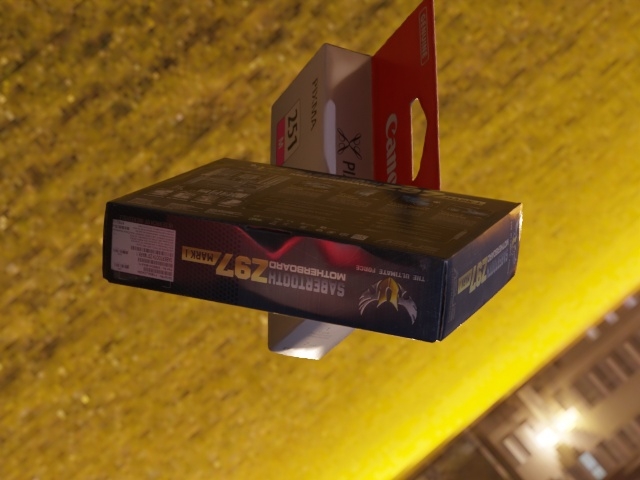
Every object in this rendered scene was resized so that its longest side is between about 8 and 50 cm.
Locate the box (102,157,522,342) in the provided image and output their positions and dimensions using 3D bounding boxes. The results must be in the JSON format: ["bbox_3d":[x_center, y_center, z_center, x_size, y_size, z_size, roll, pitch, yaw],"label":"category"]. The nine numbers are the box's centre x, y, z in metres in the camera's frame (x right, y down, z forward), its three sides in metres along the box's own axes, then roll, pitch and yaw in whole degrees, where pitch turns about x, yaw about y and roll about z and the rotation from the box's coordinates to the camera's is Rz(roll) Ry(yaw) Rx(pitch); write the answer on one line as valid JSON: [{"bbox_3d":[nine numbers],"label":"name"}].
[{"bbox_3d":[0.000,0.000,0.987,0.183,0.232,0.059,-32,129,-65],"label":"box"}]

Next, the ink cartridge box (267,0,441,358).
[{"bbox_3d":[0.025,-0.060,1.355,0.060,0.275,0.239,12,151,-22],"label":"ink cartridge box"}]
